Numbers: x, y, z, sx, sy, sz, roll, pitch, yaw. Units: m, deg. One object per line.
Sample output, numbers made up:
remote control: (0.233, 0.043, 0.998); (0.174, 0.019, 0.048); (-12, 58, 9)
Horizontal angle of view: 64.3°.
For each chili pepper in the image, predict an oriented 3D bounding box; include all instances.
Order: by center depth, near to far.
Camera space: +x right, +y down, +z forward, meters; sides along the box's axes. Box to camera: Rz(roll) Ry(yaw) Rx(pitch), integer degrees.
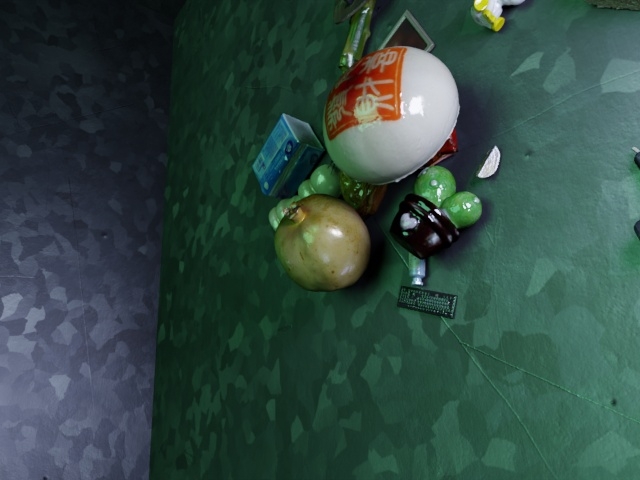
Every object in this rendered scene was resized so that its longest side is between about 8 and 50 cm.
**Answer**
chili pepper: (0.301, -0.326, 1.419); (0.144, 0.136, 0.252); (112, 162, -60)

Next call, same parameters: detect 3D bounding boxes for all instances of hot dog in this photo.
hot dog: (0.145, -0.206, 1.558); (0.196, 0.122, 0.272); (46, 119, 47)

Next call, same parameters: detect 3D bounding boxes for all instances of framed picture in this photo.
framed picture: (0.232, -0.570, 1.655); (0.289, 0.020, 0.211); (-48, 45, 33)

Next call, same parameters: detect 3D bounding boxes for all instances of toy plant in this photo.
toy plant: (0.291, -0.074, 1.314); (0.235, 0.175, 0.218); (-46, 47, -4)

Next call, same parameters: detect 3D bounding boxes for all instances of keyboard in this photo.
keyboard: (0.282, 0.164, 1.368); (0.198, 0.010, 0.063); (5, 82, 54)

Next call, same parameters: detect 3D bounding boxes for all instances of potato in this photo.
potato: (0.422, -0.188, 1.273); (0.093, 0.036, 0.037); (-60, -1, -6)

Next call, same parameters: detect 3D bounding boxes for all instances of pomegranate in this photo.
pomegranate: (0.000, 0.000, 1.542); (0.319, 0.319, 0.319); (-21, 63, 49)

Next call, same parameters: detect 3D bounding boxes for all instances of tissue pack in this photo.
tissue pack: (-0.129, -0.313, 1.951); (0.263, 0.146, 0.198); (-53, 44, 29)

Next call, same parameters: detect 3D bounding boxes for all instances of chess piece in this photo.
chess piece: (-0.032, -0.135, 1.770); (0.300, 0.167, 0.167); (-44, 47, 30)

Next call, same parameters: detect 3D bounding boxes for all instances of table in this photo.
table: (0.090, -0.964, 1.711); (0.317, 0.249, 0.317); (-31, 39, 29)

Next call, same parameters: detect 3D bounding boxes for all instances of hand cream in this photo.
hand cream: (0.265, 0.041, 1.401); (0.065, 0.043, 0.170); (-19, 62, 50)

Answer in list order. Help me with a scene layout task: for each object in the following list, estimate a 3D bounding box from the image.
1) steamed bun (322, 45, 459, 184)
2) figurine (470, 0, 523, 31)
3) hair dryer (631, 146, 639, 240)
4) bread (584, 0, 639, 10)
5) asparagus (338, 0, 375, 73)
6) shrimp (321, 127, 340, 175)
steamed bun: (0.158, -0.341, 1.314); (0.375, 0.241, 0.374); (-26, 43, 27)
figurine: (0.466, -0.633, 1.306); (0.178, 0.109, 0.129); (-45, 25, 32)
hair dryer: (0.625, -0.092, 0.946); (0.124, 0.072, 0.219); (-41, 42, 39)
bread: (0.671, -0.548, 0.985); (0.337, 0.102, 0.183); (39, 111, 50)
asparagus: (0.132, -0.726, 1.787); (0.082, 0.085, 0.342); (-136, 60, -76)
shrimp: (0.081, -0.367, 1.709); (0.145, 0.117, 0.342); (-17, 61, 53)
